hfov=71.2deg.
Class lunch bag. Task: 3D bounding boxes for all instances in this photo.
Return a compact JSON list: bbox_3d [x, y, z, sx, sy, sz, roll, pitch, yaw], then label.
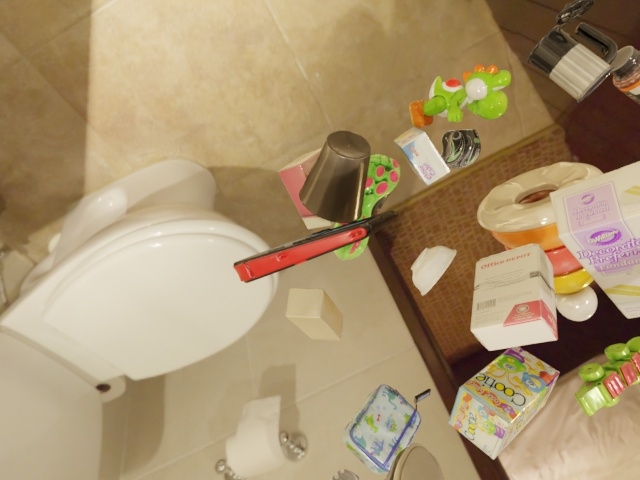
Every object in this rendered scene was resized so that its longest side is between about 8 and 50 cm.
[{"bbox_3d":[0.186,0.551,1.312,0.219,0.176,0.090,-41,171,-38],"label":"lunch bag"}]

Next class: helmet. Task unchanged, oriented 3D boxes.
[{"bbox_3d":[0.603,-0.392,1.932,0.169,0.169,0.162,-3,97,-15],"label":"helmet"}]

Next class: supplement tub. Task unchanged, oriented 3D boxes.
[{"bbox_3d":[0.823,-0.406,1.129,0.197,0.106,0.106,27,118,-13],"label":"supplement tub"}]

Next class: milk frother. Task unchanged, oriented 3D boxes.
[{"bbox_3d":[0.492,-0.363,0.848,0.129,0.135,0.143,-48,163,17],"label":"milk frother"}]

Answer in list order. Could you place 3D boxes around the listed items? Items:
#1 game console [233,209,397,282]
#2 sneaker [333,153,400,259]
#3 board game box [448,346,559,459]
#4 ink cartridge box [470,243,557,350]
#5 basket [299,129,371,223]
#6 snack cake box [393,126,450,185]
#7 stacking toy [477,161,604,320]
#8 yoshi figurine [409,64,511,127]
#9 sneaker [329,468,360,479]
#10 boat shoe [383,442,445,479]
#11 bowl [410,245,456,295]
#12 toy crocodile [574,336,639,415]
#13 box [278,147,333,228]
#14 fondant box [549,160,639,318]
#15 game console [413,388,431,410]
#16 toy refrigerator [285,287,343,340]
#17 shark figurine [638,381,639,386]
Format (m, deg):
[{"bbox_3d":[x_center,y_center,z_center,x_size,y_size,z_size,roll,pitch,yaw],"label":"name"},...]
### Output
[{"bbox_3d":[0.000,0.000,1.111,0.342,0.386,0.060,-22,91,21],"label":"game console"},{"bbox_3d":[0.163,-0.140,1.795,0.185,0.483,0.202,29,165,1],"label":"sneaker"},{"bbox_3d":[0.499,0.427,1.214,0.275,0.142,0.144,-20,128,-36],"label":"board game box"},{"bbox_3d":[0.440,0.128,1.022,0.158,0.218,0.092,-23,123,39],"label":"ink cartridge box"},{"bbox_3d":[0.055,-0.187,1.290,0.204,0.154,0.227,25,138,6],"label":"basket"},{"bbox_3d":[0.336,-0.290,1.512,0.089,0.264,0.152,-33,102,12],"label":"snack cake box"},{"bbox_3d":[0.721,0.037,1.359,0.350,0.350,0.480,-28,108,6],"label":"stacking toy"},{"bbox_3d":[0.537,-0.500,1.677,0.362,0.204,0.203,-14,149,33],"label":"yoshi figurine"},{"bbox_3d":[0.018,0.753,1.216,0.281,0.105,0.115,-47,145,-2],"label":"sneaker"},{"bbox_3d":[0.109,0.423,0.620,0.112,0.335,0.095,43,113,-1],"label":"boat shoe"},{"bbox_3d":[0.567,0.130,2.336,0.134,0.298,0.298,37,118,8],"label":"bowl"},{"bbox_3d":[0.885,0.401,1.336,0.340,0.115,0.105,-25,176,-23],"label":"toy crocodile"},{"bbox_3d":[-0.011,-0.176,1.522,0.148,0.126,0.232,-41,112,-36],"label":"box"},{"bbox_3d":[0.556,0.002,0.709,0.238,0.096,0.330,-23,134,40],"label":"fondant box"},{"bbox_3d":[0.407,0.655,1.785,0.107,0.071,0.122,-27,151,-6],"label":"game console"},{"bbox_3d":[-0.010,0.225,1.355,0.102,0.094,0.269,-1,154,17],"label":"toy refrigerator"},{"bbox_3d":[0.819,0.209,0.968,0.278,0.116,0.166,-34,170,-15],"label":"shark figurine"}]
